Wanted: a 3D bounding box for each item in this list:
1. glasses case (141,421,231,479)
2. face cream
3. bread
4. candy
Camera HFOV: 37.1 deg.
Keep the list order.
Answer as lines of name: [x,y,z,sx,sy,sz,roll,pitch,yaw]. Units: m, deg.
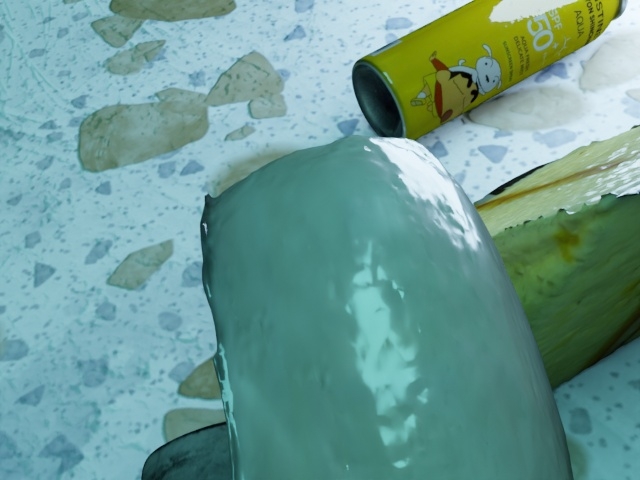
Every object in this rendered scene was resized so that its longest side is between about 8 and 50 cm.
glasses case: [-0.071,0.273,0.662,0.114,0.060,0.299,-25,45,16]
face cream: [0.204,-0.224,1.040,0.349,0.105,0.105,-30,50,-16]
bread: [0.208,-0.051,0.740,0.346,0.405,0.242,-23,57,-26]
candy: [0.044,0.151,0.558,0.186,0.386,0.427,-5,66,-2]
